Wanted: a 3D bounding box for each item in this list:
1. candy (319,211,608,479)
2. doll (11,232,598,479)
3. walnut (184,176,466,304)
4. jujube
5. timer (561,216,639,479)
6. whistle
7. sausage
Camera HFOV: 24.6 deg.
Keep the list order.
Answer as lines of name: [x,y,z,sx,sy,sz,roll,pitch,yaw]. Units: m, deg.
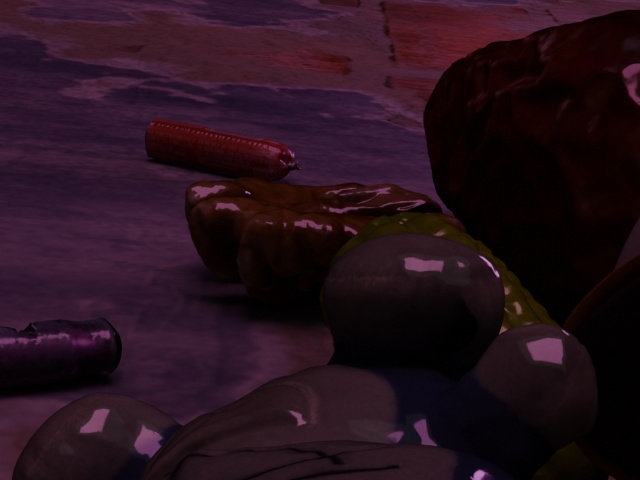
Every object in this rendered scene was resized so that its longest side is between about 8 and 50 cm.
candy: [0.075,0.060,0.715,0.097,0.096,0.209,-3,26,-25]
doll: [-0.014,0.110,0.436,0.228,0.154,0.258,-26,6,11]
walnut: [0.000,0.000,0.908,0.170,0.069,0.143,2,17,-14]
jujube: [0.176,-0.051,0.935,0.216,0.216,0.342,0,12,-16]
timer: [0.233,0.048,0.572,0.233,0.233,0.240,17,24,32]
whistle: [-0.184,0.060,0.723,0.176,0.033,0.033,-4,20,-29]
sausage: [-0.075,-0.070,1.161,0.129,0.034,0.034,12,19,19]
